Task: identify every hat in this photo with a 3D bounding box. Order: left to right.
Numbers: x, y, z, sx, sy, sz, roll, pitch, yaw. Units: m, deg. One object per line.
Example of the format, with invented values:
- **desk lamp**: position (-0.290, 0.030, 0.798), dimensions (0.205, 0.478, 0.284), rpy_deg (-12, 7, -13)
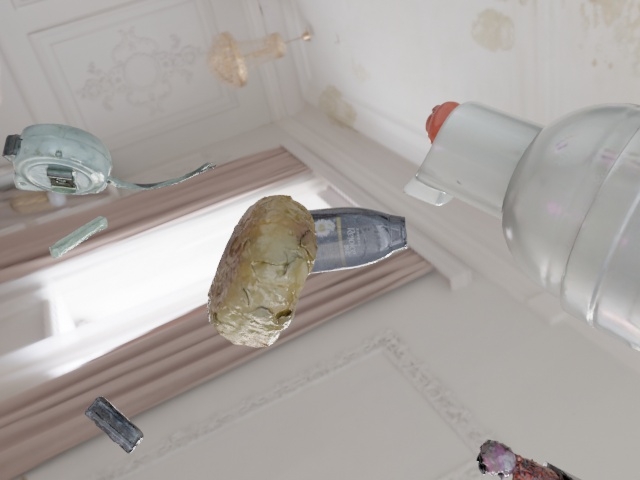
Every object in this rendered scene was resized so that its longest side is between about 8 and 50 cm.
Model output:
- **hat**: position (0.248, 0.278, 0.642), dimensions (0.227, 0.129, 0.140), rpy_deg (43, 13, -10)

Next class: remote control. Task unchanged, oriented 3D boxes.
- **remote control**: position (-0.311, 0.279, 0.924), dimensions (0.096, 0.039, 0.014), rpy_deg (46, -45, -9)

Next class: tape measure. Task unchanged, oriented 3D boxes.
- **tape measure**: position (-0.338, -0.119, 1.007), dimensions (0.164, 0.330, 0.084), rpy_deg (127, -36, -70)

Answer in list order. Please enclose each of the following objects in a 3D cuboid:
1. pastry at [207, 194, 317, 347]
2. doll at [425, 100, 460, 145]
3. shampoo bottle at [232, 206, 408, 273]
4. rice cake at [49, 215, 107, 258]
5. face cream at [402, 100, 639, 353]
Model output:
- **pastry**: position (-0.057, 0.028, 0.592), dimensions (0.153, 0.081, 0.153), rpy_deg (-157, -90, -81)
- **doll**: position (0.267, -0.145, 1.008), dimensions (0.290, 0.130, 0.161), rpy_deg (50, 0, 37)
- **shampoo bottle**: position (0.000, 0.000, 0.825), dimensions (0.049, 0.233, 0.087), rpy_deg (-58, 141, -74)
- **rice cake**: position (-0.433, -0.007, 1.093), dimensions (0.021, 0.121, 0.022), rpy_deg (20, -49, 25)
- **face cream**: position (0.206, -0.004, 0.363), dimensions (0.369, 0.145, 0.145), rpy_deg (30, -34, 33)
